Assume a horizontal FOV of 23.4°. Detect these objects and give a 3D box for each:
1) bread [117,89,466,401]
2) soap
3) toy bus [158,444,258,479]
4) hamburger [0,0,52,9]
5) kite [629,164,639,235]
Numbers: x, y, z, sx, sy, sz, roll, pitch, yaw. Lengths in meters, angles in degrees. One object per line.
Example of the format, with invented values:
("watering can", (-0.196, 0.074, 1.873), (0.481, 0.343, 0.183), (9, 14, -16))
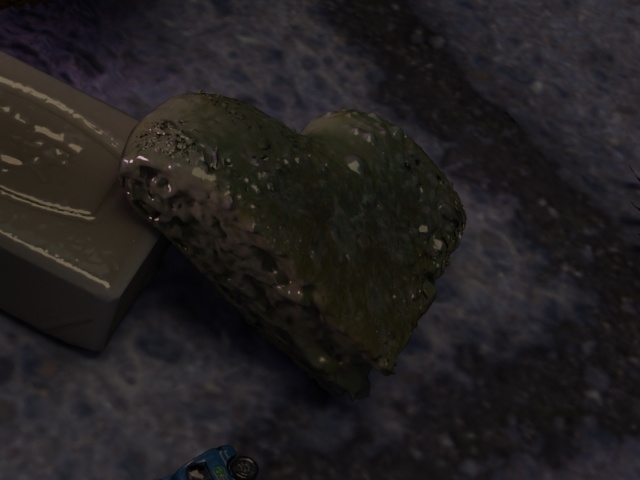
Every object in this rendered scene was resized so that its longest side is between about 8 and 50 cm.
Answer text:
("bread", (0.000, 0.000, 0.822), (0.232, 0.064, 0.173), (8, 63, -42))
("soap", (-0.167, -0.032, 0.817), (0.183, 0.064, 0.121), (26, 47, 2))
("toy bus", (-0.043, 0.140, 0.728), (0.046, 0.038, 0.083), (-13, 55, -28))
("hamburger", (-0.203, -0.244, 0.901), (0.294, 0.179, 0.276), (24, 46, 21))
("kite", (0.303, -0.008, 1.035), (0.229, 0.016, 0.127), (12, 43, -17))
